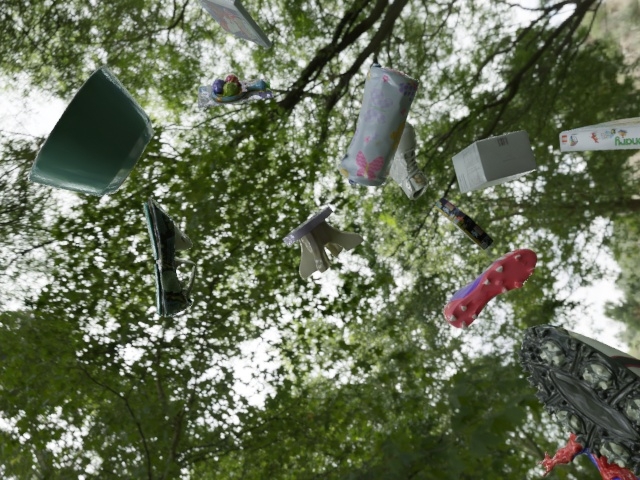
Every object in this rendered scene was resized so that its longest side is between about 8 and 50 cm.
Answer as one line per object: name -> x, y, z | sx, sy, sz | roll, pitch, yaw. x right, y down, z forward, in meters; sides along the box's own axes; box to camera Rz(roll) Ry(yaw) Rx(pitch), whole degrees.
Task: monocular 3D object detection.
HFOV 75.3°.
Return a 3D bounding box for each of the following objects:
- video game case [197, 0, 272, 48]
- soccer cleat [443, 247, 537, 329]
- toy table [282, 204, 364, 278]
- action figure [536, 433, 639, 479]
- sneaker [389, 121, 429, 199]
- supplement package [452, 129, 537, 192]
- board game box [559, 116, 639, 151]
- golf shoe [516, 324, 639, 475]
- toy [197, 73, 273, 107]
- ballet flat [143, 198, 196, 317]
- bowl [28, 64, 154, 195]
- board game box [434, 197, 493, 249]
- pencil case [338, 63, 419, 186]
video game case -> -0.252, -0.626, 1.162 | 0.023, 0.183, 0.201 | -61, -21, 4
soccer cleat -> 0.380, 0.102, 0.954 | 0.083, 0.248, 0.095 | 37, -163, -11
toy table -> 0.000, 0.000, 1.372 | 0.161, 0.252, 0.274 | 55, -148, -4
action figure -> 0.412, 0.369, 0.573 | 0.280, 0.092, 0.139 | -100, 12, -48
sneaker -> 0.317, -0.261, 1.430 | 0.108, 0.169, 0.292 | -28, -29, -4
supplement package -> 0.621, -0.280, 1.504 | 0.194, 0.203, 0.149 | -14, -93, -7
board game box -> 0.727, -0.243, 0.918 | 0.193, 0.305, 0.053 | -13, -77, -9
golf shoe -> 0.325, 0.163, 0.385 | 0.120, 0.273, 0.105 | -24, -47, -35
toy -> -0.274, -0.491, 1.322 | 0.056, 0.237, 0.137 | 91, 169, -46
ballet flat -> -0.221, 0.025, 0.621 | 0.070, 0.070, 0.188 | -24, -53, -46
bowl -> -0.510, -0.228, 0.972 | 0.163, 0.311, 0.311 | 32, -114, -28
board game box -> 0.473, -0.056, 1.370 | 0.170, 0.141, 0.048 | 34, -75, -31
pencil case -> 0.134, -0.263, 0.981 | 0.113, 0.124, 0.273 | -16, -50, -53
